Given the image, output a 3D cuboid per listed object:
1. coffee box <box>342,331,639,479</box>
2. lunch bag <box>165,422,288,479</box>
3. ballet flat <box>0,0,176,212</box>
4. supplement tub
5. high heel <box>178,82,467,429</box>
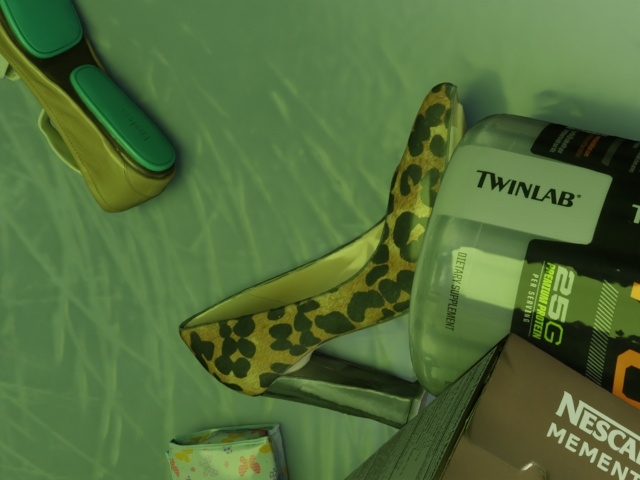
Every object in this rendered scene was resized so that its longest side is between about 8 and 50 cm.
[{"bbox_3d":[0.105,0.197,1.227,0.168,0.119,0.297,33,147,-5],"label":"coffee box"},{"bbox_3d":[-0.068,0.173,1.422,0.083,0.053,0.071,-9,98,11],"label":"lunch bag"},{"bbox_3d":[-0.197,-0.118,1.413,0.073,0.080,0.232,-39,82,36],"label":"ballet flat"},{"bbox_3d":[0.229,0.042,1.216,0.316,0.193,0.194,13,103,18],"label":"supplement tub"},{"bbox_3d":[0.000,0.000,1.343,0.186,0.093,0.261,15,112,11],"label":"high heel"}]
